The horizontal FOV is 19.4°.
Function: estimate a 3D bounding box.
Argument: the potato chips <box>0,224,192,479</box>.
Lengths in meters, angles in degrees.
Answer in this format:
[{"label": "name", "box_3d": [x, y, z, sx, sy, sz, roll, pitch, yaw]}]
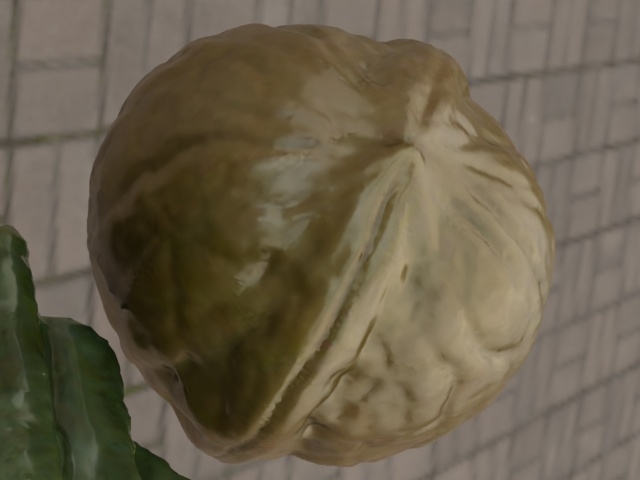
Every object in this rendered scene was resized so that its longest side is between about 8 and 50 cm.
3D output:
[{"label": "potato chips", "box_3d": [-0.158, 0.071, 0.674, 0.097, 0.389, 0.373, -44, 151, 24]}]

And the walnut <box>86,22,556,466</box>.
[{"label": "walnut", "box_3d": [0.000, 0.000, 0.869, 0.228, 0.228, 0.228, -28, 123, -55]}]
